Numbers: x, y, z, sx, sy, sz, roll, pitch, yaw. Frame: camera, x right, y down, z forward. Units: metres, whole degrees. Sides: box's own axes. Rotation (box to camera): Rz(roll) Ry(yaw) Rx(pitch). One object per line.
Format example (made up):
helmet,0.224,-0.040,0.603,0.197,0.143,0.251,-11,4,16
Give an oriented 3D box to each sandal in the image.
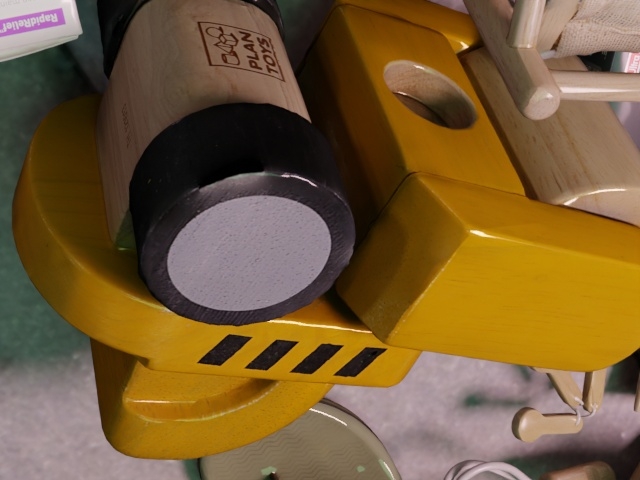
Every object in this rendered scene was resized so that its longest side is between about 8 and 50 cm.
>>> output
sandal,0.028,0.230,0.775,0.120,0.086,0.303,-32,100,-2

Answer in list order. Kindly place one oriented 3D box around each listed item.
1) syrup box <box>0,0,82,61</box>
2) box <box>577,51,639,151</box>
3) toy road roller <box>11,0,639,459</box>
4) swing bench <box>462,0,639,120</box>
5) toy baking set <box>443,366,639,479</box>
syrup box,-0.186,-0.206,0.538,0.096,0.093,0.237,-13,116,-12
box,0.240,-0.055,0.760,0.175,0.051,0.220,4,111,-18
toy road roller,0.000,0.000,0.631,0.329,0.202,0.240,9,132,-26
swing bench,0.178,-0.177,0.578,0.253,0.254,0.165,0,117,-17
toy baking set,0.178,0.161,0.819,0.197,0.030,0.256,32,84,-30
